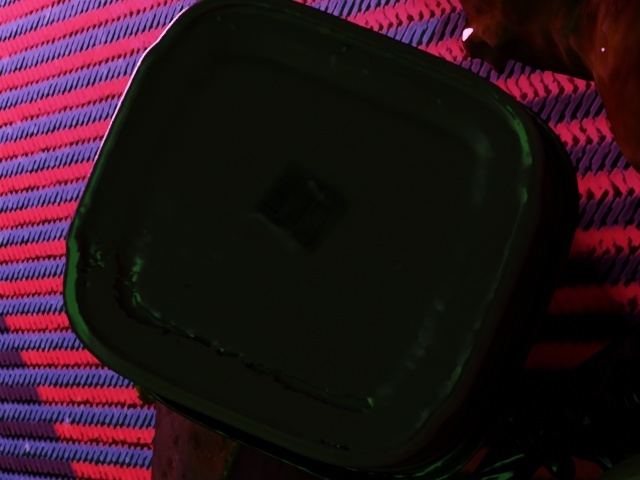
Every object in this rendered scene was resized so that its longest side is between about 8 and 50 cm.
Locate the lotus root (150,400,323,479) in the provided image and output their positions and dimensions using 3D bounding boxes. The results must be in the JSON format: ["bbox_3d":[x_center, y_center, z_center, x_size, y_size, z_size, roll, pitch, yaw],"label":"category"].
[{"bbox_3d":[-0.028,0.053,1.035,0.210,0.142,0.314,30,112,52],"label":"lotus root"}]

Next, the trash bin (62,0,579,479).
[{"bbox_3d":[0.000,0.000,0.799,0.250,0.219,0.219,38,-107,-84],"label":"trash bin"}]

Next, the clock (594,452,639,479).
[{"bbox_3d":[0.191,0.192,0.732,0.235,0.029,0.235,22,127,32],"label":"clock"}]

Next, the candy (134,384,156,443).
[{"bbox_3d":[-0.115,0.139,1.251,0.035,0.035,0.122,-50,-42,-77],"label":"candy"}]

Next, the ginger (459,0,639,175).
[{"bbox_3d":[0.160,-0.184,0.771,0.357,0.152,0.274,51,128,40],"label":"ginger"}]

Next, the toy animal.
[{"bbox_3d":[0.178,0.134,0.791,0.210,0.121,0.117,36,136,42],"label":"toy animal"}]
